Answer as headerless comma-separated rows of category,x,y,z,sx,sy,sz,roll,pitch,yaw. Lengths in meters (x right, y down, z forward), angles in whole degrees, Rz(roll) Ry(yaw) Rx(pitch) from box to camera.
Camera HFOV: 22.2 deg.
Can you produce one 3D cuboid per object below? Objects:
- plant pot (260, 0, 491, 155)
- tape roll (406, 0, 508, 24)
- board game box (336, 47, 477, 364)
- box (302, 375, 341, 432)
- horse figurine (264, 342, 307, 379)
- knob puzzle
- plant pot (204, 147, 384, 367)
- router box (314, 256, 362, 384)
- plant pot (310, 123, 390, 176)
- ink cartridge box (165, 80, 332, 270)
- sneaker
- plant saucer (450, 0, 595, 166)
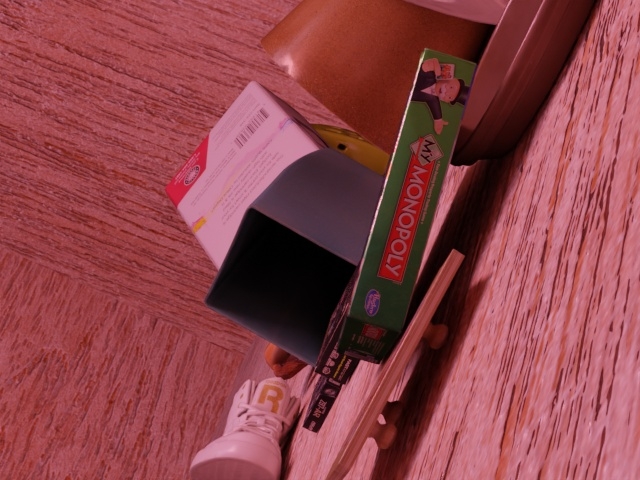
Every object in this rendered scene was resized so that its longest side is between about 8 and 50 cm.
plant pot,0.098,-0.258,1.908,0.254,0.237,0.237,-52,5,10
tape roll,0.086,-0.319,1.672,0.286,0.286,0.100,-133,64,-87
board game box,0.065,-0.015,1.357,0.317,0.046,0.213,96,-169,-82
box,0.007,0.161,1.780,0.083,0.018,0.067,-70,6,-62
horse figurine,-0.019,0.115,2.207,0.174,0.066,0.263,-56,4,30
knob puzzle,0.056,0.107,1.191,0.213,0.030,0.213,-62,-3,-5
plant pot,0.000,0.000,1.982,0.165,0.166,0.234,-63,-5,37
router box,0.036,0.082,1.722,0.122,0.038,0.092,-69,6,-61
plant pot,-0.024,-0.090,2.626,0.228,0.207,0.227,-64,2,6
ink cartridge box,-0.076,-0.064,2.372,0.226,0.131,0.306,-49,37,8
sneaker,-0.086,0.234,2.001,0.292,0.108,0.169,119,172,-69
plant saucer,0.179,-0.181,1.323,0.278,0.041,0.278,-156,90,-87
